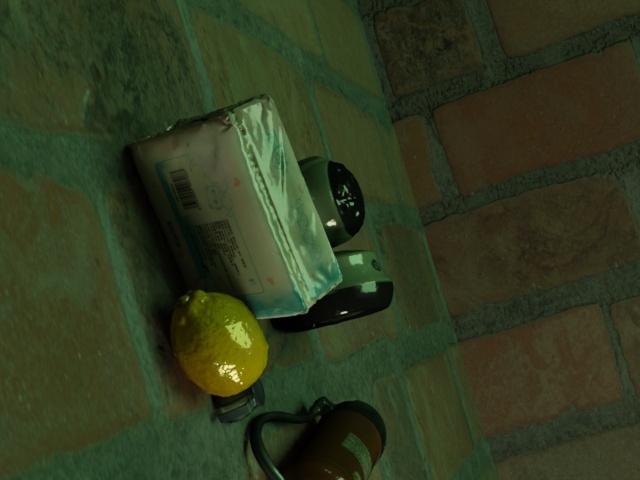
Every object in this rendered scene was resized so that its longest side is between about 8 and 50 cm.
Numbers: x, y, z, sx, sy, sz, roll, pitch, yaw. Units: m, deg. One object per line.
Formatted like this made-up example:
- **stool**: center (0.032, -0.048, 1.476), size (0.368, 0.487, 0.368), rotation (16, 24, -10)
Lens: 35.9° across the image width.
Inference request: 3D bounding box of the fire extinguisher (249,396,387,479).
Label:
- **fire extinguisher**: center (-0.014, 0.330, 1.463), size (0.200, 0.113, 0.376), rotation (30, 15, 6)

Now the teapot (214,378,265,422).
- **teapot**: center (-0.107, 0.210, 1.308), size (0.088, 0.057, 0.066), rotation (-67, 136, -67)

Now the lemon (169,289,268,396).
- **lemon**: center (-0.128, 0.125, 1.230), size (0.155, 0.114, 0.114), rotation (61, 19, -25)

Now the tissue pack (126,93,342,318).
- **tissue pack**: center (-0.109, -0.035, 1.285), size (0.124, 0.201, 0.271), rotation (-38, 112, -50)

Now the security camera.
- **security camera**: center (0.000, 0.000, 1.653), size (0.197, 0.191, 0.277), rotation (11, 62, -70)
